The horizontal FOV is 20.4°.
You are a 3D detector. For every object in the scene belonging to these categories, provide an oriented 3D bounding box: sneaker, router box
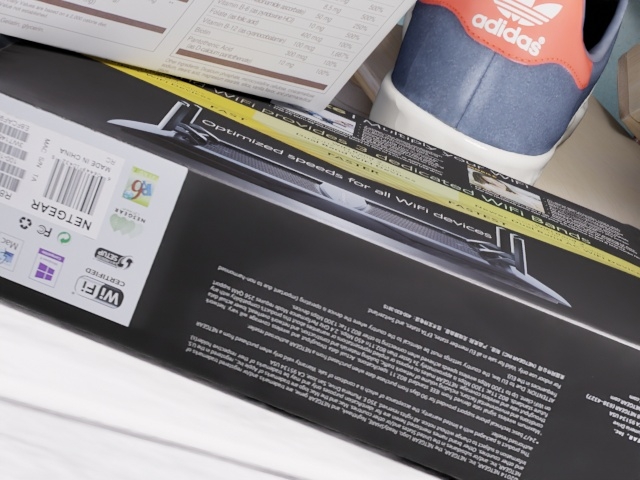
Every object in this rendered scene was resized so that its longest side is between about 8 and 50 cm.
[{"bbox_3d":[0.123,-0.138,1.039,0.131,0.148,0.350,25,21,-2],"label":"sneaker"},{"bbox_3d":[0.000,0.000,0.779,0.309,0.081,0.243,22,14,-1],"label":"router box"}]

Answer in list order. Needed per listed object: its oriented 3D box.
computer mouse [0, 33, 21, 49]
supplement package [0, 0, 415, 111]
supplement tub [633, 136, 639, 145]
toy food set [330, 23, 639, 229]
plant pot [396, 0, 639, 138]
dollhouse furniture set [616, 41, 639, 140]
[{"bbox_3d":[-0.128,-0.075,0.976,0.242,0.041,0.071,36,27,23],"label":"computer mouse"},{"bbox_3d":[-0.075,-0.217,0.795,0.204,0.145,0.261,10,46,-38],"label":"supplement package"},{"bbox_3d":[0.290,-0.055,1.392,0.106,0.106,0.198,25,14,10],"label":"supplement tub"},{"bbox_3d":[0.103,-0.043,1.132,0.220,0.092,0.306,16,23,-25],"label":"toy food set"},{"bbox_3d":[0.153,-0.215,1.480,0.247,0.252,0.248,34,18,37],"label":"plant pot"},{"bbox_3d":[0.356,-0.232,1.268,0.362,0.256,0.394,39,38,-28],"label":"dollhouse furniture set"}]
